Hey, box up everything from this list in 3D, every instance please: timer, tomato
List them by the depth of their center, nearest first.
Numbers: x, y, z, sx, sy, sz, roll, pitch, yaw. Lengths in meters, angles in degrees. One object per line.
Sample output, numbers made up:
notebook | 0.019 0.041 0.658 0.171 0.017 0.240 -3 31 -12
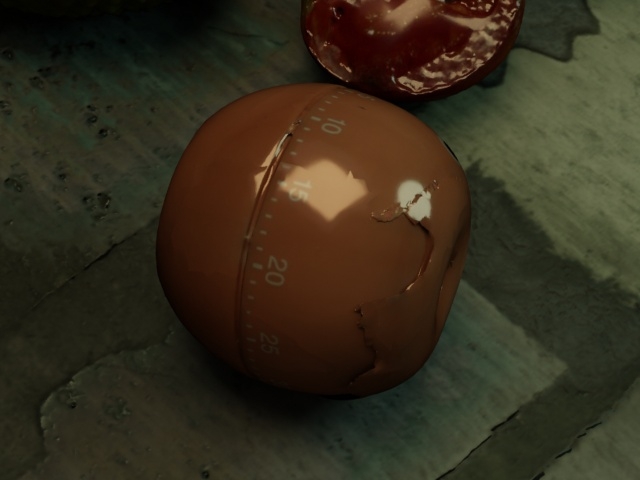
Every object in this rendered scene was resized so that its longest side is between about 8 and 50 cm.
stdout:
timer | 0.000 0.000 1.305 0.215 0.229 0.229 22 56 15
tomato | 0.079 -0.231 1.535 0.200 0.139 0.233 -3 88 7

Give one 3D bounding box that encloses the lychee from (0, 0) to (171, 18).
lychee | -0.182 -0.321 1.529 0.320 0.270 0.270 -34 52 22
